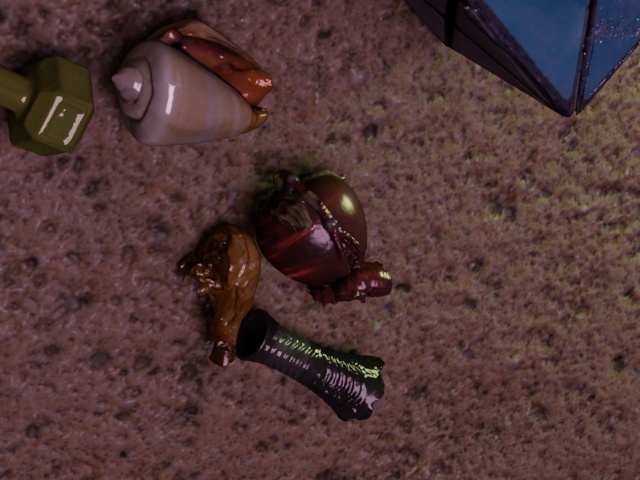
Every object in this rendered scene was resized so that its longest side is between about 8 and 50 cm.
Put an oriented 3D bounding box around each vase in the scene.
[{"bbox_3d":[-0.020,0.182,1.857,0.237,0.115,0.115,29,99,-35],"label":"vase"}]

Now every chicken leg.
[{"bbox_3d":[-0.139,0.080,1.727,0.101,0.085,0.207,-7,118,-30],"label":"chicken leg"}]

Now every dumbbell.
[{"bbox_3d":[-0.397,-0.188,1.396,0.302,0.108,0.121,22,103,-39],"label":"dumbbell"}]

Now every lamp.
[{"bbox_3d":[-0.011,0.002,1.724,0.151,0.215,0.223,-18,99,-14],"label":"lamp"}]

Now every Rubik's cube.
[{"bbox_3d":[0.263,-0.382,1.567,0.307,0.310,0.305,-49,130,4],"label":"Rubik's cube"}]

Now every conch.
[{"bbox_3d":[-0.169,-0.184,1.555,0.255,0.127,0.158,16,78,-59],"label":"conch"}]
